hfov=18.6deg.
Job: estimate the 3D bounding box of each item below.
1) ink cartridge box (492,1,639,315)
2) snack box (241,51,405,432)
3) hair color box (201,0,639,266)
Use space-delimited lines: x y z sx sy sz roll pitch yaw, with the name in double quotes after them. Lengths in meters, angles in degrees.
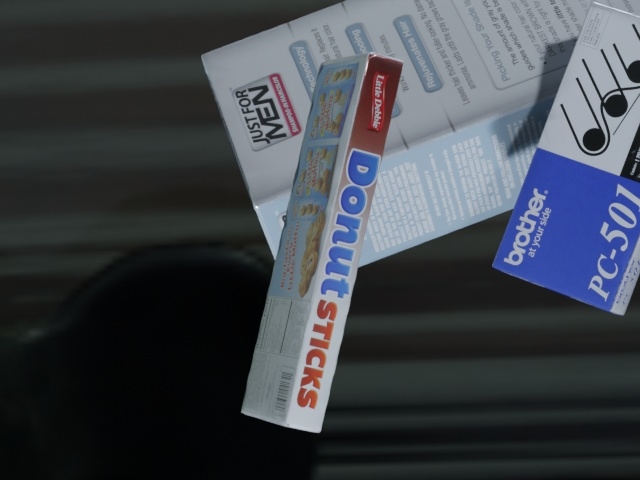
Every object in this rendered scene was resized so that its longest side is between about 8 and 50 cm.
0.209 -0.059 1.418 0.046 0.097 0.207 16 94 -67 "ink cartridge box"
0.000 0.000 0.931 0.064 0.022 0.178 -178 -78 -70 "snack box"
0.111 -0.119 1.565 0.114 0.374 0.185 71 -1 -47 "hair color box"
